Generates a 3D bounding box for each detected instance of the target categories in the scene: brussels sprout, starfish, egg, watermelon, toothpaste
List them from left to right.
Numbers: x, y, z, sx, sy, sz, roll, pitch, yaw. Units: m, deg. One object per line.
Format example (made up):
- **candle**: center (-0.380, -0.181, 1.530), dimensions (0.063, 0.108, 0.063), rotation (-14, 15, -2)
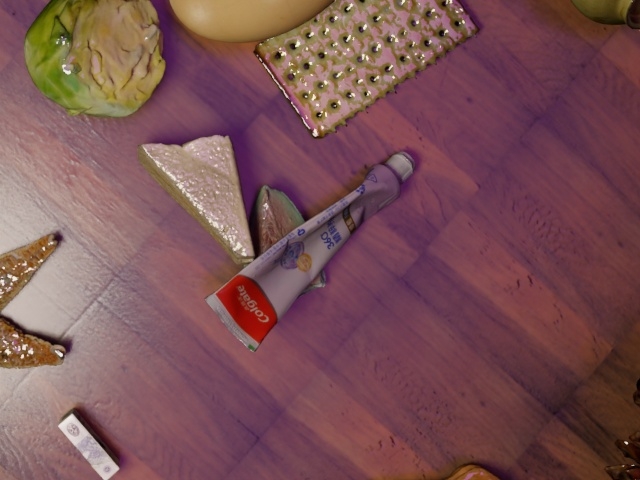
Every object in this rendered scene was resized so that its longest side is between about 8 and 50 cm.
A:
- **starfish**: center (-0.391, 0.071, 1.609), dimensions (0.231, 0.048, 0.295), rotation (-15, 93, 5)
- **brussels sprout**: center (-0.254, -0.207, 1.576), dimensions (0.151, 0.122, 0.149), rotation (-14, 102, -41)
- **egg**: center (-0.062, -0.321, 1.551), dimensions (0.201, 0.201, 0.244), rotation (42, 99, -7)
- **watermelon**: center (-0.045, 0.016, 1.634), dimensions (0.101, 0.080, 0.155), rotation (-7, 83, -9)
- **toothpaste**: center (0.000, 0.000, 1.605), dimensions (0.301, 0.048, 0.075), rotation (-43, 128, -23)

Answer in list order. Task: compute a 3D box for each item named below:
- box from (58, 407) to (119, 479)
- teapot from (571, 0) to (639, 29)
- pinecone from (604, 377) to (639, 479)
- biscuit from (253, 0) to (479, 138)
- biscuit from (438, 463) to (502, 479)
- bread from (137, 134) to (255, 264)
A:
- **box**: center (-0.262, 0.230, 1.626), dimensions (0.024, 0.054, 0.083), rotation (-40, 96, -7)
- **teapot**: center (0.346, -0.347, 1.627), dimensions (0.269, 0.173, 0.183), rotation (-24, 63, -28)
- **pinecone**: center (0.468, 0.224, 1.612), dimensions (0.298, 0.242, 0.296), rotation (26, 88, -27)
- **biscuit**: center (0.054, -0.230, 1.657), dimensions (0.231, 0.016, 0.139), rotation (-35, 96, -3)
- **biscuit**: center (0.121, 0.482, 1.680), dimensions (0.349, 0.078, 0.455), rotation (20, 90, -11)
- **bread**: center (-0.139, -0.039, 1.605), dimensions (0.105, 0.077, 0.152), rotation (-11, 82, -9)
